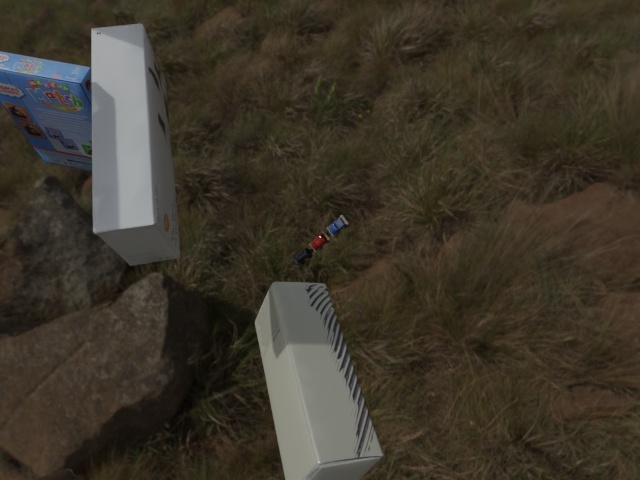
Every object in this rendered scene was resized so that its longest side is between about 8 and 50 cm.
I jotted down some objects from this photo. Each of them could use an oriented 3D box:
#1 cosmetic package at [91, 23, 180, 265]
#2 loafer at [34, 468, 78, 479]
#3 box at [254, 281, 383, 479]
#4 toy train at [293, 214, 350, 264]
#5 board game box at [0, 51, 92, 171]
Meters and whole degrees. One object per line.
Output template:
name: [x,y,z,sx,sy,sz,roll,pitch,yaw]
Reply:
cosmetic package: [-0.197,-0.103,0.497,0.060,0.099,0.239,-9,70,-4]
loafer: [-0.315,0.473,0.622,0.133,0.366,0.130,-8,13,30]
box: [-0.016,0.195,0.654,0.094,0.113,0.275,5,44,-26]
toy train: [0.000,0.000,0.967,0.158,0.036,0.027,-41,77,22]
board game box: [-0.401,-0.188,0.726,0.160,0.212,0.039,11,61,3]
